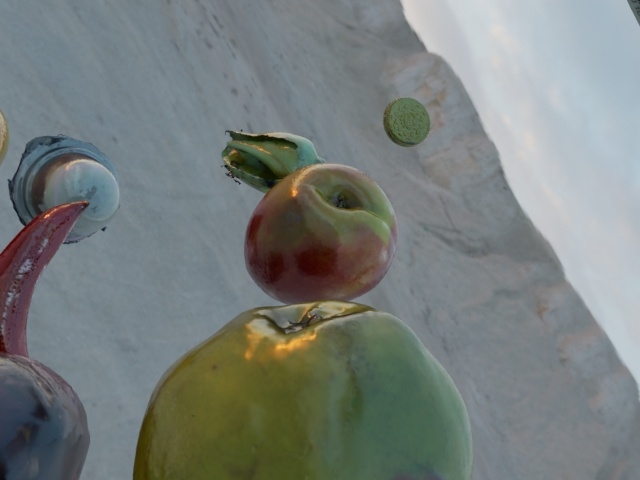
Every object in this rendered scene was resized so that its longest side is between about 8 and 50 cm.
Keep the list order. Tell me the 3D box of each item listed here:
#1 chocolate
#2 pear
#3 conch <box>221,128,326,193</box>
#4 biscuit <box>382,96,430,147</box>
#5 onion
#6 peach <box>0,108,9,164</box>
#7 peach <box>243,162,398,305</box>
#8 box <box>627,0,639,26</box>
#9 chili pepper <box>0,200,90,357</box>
[{"bbox_3d":[-0.439,-0.091,1.258,0.147,0.221,0.221,5,-48,51],"label":"chocolate"},{"bbox_3d":[-0.020,0.224,0.619,0.287,0.288,0.374,-105,-161,-68],"label":"pear"},{"bbox_3d":[-0.060,-0.109,0.998,0.079,0.201,0.094,71,34,-52],"label":"conch"},{"bbox_3d":[0.142,-0.195,1.145,0.084,0.084,0.023,61,-23,-3],"label":"biscuit"},{"bbox_3d":[-0.477,0.250,0.805,0.385,0.347,0.348,37,0,11],"label":"onion"},{"bbox_3d":[-0.774,-0.192,1.358,0.289,0.308,0.289,33,29,-21],"label":"peach"},{"bbox_3d":[0.000,0.000,0.887,0.190,0.190,0.192,64,-30,19],"label":"peach"},{"bbox_3d":[0.190,-0.073,0.281,0.167,0.090,0.024,52,5,-20],"label":"box"},{"bbox_3d":[-0.449,0.109,1.050,0.092,0.137,0.368,-175,-85,-67],"label":"chili pepper"}]
